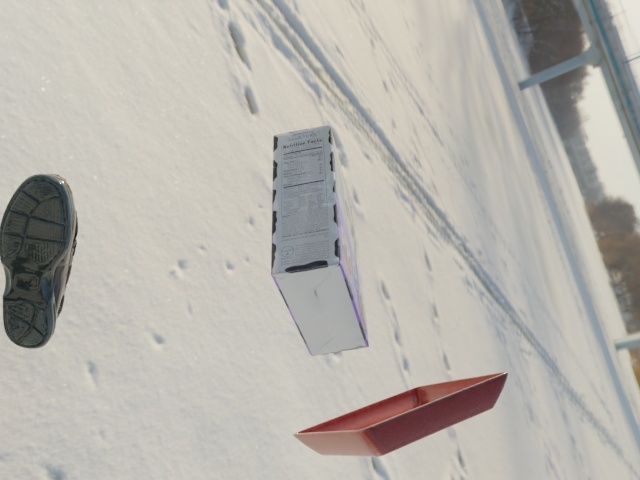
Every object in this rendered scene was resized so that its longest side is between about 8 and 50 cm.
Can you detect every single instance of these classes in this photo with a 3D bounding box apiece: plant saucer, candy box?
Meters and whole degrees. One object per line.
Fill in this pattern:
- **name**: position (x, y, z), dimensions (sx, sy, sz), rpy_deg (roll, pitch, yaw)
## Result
- **plant saucer**: position (0.119, 0.271, 0.909), dimensions (0.258, 0.258, 0.048), rpy_deg (-12, 77, -26)
- **candy box**: position (0.000, 0.000, 0.662), dimensions (0.165, 0.070, 0.196), rpy_deg (70, 13, -50)

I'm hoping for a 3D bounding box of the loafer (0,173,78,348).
- **loafer**: position (-0.405, 0.024, 0.867), dimensions (0.084, 0.096, 0.268), rpy_deg (-88, -166, -71)
